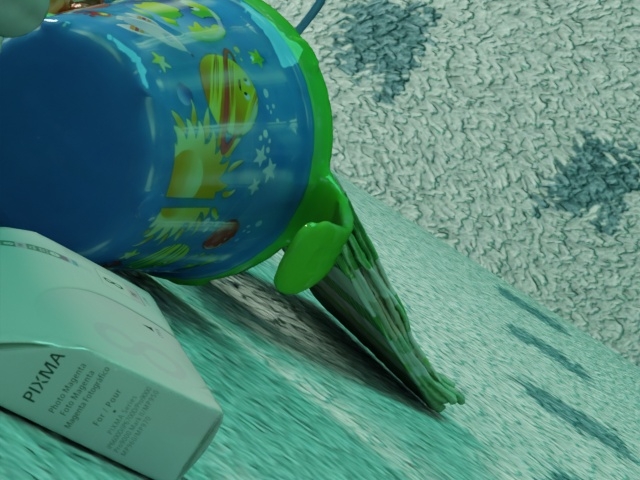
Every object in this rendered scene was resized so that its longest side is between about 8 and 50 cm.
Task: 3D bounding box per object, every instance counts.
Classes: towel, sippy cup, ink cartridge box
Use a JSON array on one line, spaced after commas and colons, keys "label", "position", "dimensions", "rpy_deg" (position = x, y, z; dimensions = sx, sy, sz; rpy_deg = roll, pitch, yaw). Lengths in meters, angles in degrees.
[{"label": "towel", "position": [0.000, 0.000, 1.485], "dimensions": [0.248, 0.038, 0.325], "rpy_deg": [41, -12, 48]}, {"label": "sippy cup", "position": [-0.137, -0.074, 1.199], "dimensions": [0.305, 0.240, 0.224], "rpy_deg": [-4, 4, 22]}, {"label": "ink cartridge box", "position": [-0.178, 0.029, 0.891], "dimensions": [0.232, 0.066, 0.189], "rpy_deg": [34, 6, -25]}]

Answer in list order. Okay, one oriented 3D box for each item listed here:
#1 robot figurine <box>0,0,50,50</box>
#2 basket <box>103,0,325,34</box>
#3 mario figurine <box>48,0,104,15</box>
[{"label": "robot figurine", "position": [-0.294, -0.133, 0.877], "dimensions": [0.300, 0.199, 0.353], "rpy_deg": [-4, 0, 12]}, {"label": "basket", "position": [-0.167, -0.214, 1.675], "dimensions": [0.255, 0.289, 0.201], "rpy_deg": [37, 12, 10]}, {"label": "mario figurine", "position": [-0.223, -0.122, 1.465], "dimensions": [0.170, 0.198, 0.320], "rpy_deg": [-11, 51, -48]}]
